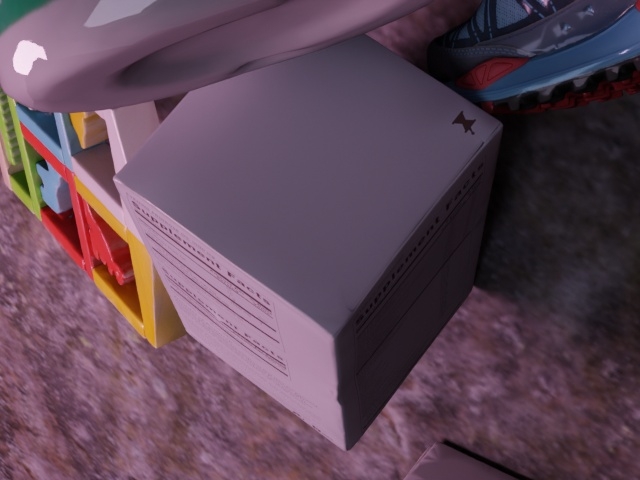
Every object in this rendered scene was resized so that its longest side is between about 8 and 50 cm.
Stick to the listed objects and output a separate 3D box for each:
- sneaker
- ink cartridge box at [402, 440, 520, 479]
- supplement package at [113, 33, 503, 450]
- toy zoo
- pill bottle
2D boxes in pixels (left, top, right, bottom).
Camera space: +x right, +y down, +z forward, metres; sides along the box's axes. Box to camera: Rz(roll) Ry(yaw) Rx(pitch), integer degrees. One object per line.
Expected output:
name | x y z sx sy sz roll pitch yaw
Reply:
sneaker | 0.141 -0.135 0.606 0.262 0.104 0.125 -19 82 53
ink cartridge box | 0.139 0.243 0.913 0.191 0.082 0.139 21 134 27
supplement package | 0.000 0.000 0.723 0.134 0.139 0.244 35 164 15
toy zoo | -0.161 -0.054 0.899 0.293 0.030 0.192 41 146 41
pill bottle | -0.077 -0.248 0.512 0.204 0.204 0.361 -18 90 48
